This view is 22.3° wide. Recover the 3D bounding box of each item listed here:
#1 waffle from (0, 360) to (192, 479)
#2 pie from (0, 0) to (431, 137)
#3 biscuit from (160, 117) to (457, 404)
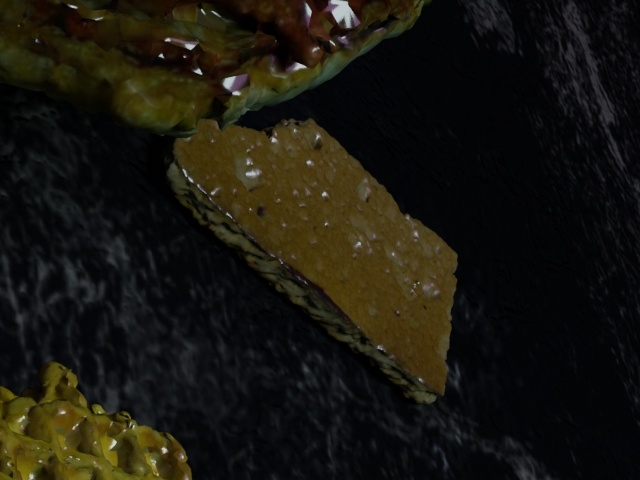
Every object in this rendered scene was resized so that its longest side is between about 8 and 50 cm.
[{"bbox_3d":[-0.092,0.140,0.646,0.193,0.070,0.197,42,20,-22],"label":"waffle"},{"bbox_3d":[-0.102,-0.244,0.786,0.395,0.180,0.418,27,39,-2],"label":"pie"},{"bbox_3d":[-0.002,-0.010,0.965,0.237,0.026,0.131,41,36,-28],"label":"biscuit"}]
